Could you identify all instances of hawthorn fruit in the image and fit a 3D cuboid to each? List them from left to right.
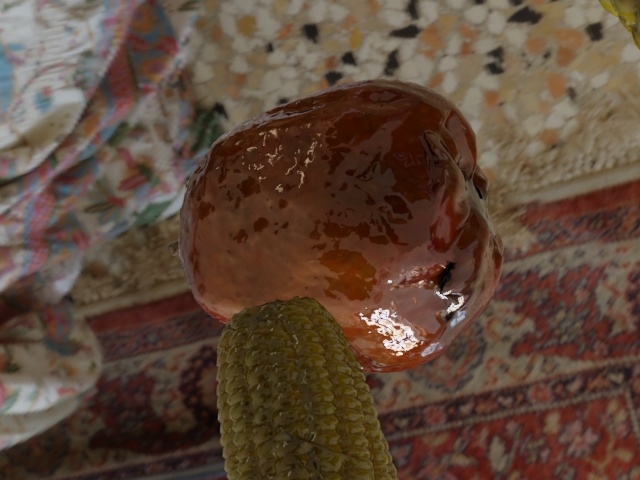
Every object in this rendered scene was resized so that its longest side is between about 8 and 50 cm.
[{"bbox_3d":[0.013,-0.003,0.775,0.179,0.173,0.174,-8,104,-13],"label":"hawthorn fruit"}]

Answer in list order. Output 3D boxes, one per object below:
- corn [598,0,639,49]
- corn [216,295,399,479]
[{"bbox_3d":[0.157,-0.035,0.377,0.097,0.097,0.320,-45,56,26],"label":"corn"},{"bbox_3d":[0.001,0.129,0.598,0.080,0.080,0.231,-29,61,26],"label":"corn"}]
